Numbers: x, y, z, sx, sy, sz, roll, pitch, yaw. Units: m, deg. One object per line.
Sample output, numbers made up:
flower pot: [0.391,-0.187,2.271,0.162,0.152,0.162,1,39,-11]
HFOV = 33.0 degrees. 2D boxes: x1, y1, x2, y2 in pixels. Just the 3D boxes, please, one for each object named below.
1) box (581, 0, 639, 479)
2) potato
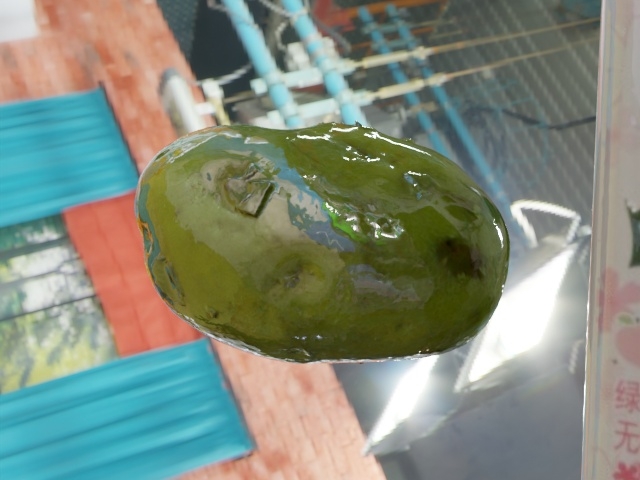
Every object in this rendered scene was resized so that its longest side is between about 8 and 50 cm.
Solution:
box: [0.245,0.010,0.579,0.190,0.112,0.369,8,-80,41]
potato: [0.000,0.000,0.732,0.186,0.253,0.148,-67,175,-63]
